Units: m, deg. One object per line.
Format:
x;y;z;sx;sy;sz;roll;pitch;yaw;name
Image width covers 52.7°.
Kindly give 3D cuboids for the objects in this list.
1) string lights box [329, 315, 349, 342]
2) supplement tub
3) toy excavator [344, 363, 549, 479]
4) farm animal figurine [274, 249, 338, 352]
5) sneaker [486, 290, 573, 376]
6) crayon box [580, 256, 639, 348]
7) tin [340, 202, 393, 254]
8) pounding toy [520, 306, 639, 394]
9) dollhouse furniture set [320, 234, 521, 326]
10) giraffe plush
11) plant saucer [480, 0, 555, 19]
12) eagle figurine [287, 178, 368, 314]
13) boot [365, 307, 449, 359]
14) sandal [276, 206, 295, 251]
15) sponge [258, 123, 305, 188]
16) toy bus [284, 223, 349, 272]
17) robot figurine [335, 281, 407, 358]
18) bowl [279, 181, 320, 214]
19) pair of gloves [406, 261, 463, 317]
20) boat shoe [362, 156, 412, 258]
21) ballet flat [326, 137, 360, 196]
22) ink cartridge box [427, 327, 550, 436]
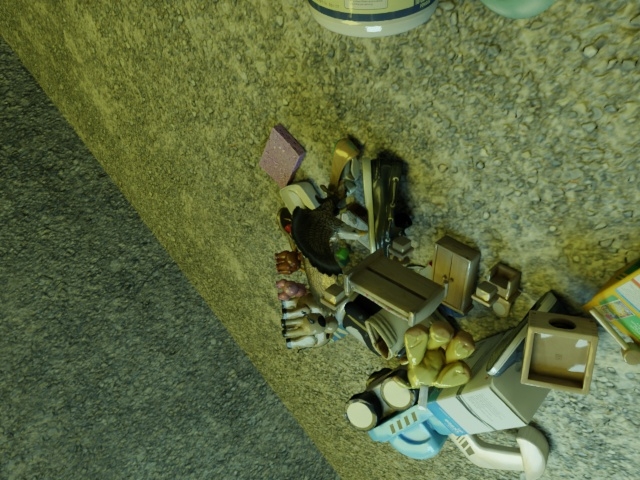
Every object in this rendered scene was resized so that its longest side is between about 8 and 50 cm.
0.066;0.243;2.142;0.133;0.077;0.259;51;152;3;string lights box
0.081;-0.525;1.042;0.235;0.235;0.325;32;147;32;supplement tub
0.361;0.528;1.852;0.433;0.222;0.445;-38;86;30;toy excavator
-0.024;0.188;1.802;0.330;0.172;0.327;-100;3;-47;farm animal figurine
0.479;0.244;1.382;0.163;0.226;0.086;44;172;7;sneaker
0.615;0.119;1.122;0.203;0.083;0.323;45;165;13;crayon box
0.129;-0.026;1.776;0.189;0.040;0.106;40;154;21;tin
0.508;0.197;1.258;0.206;0.094;0.181;7;109;16;pounding toy
0.230;0.159;1.478;0.303;0.355;0.174;29;136;34;dollhouse furniture set
0.268;0.282;1.565;0.181;0.210;0.170;23;-170;3;giraffe plush
0.297;-0.442;1.031;0.195;0.037;0.195;36;148;27;plant saucer
0.008;-0.001;1.591;0.226;0.298;0.225;34;150;-22;eagle figurine
0.245;0.259;1.715;0.095;0.203;0.262;-3;122;58;boot
-0.082;-0.031;2.054;0.049;0.072;0.180;0;126;37;sandal
-0.115;-0.240;1.887;0.117;0.031;0.210;48;152;7;sponge
-0.032;0.034;1.943;0.191;0.104;0.202;8;150;51;toy bus
0.160;0.225;1.876;0.278;0.173;0.209;38;150;23;robot figurine
-0.044;-0.113;1.910;0.142;0.053;0.142;58;152;-14;bowl
0.303;0.136;1.722;0.198;0.023;0.159;47;152;6;pair of gloves
0.171;-0.055;1.605;0.127;0.113;0.340;-88;-10;-59;boat shoe
0.062;-0.159;1.669;0.073;0.080;0.232;37;150;24;ballet flat
0.422;0.341;1.568;0.129;0.223;0.307;46;152;1;ink cartridge box
